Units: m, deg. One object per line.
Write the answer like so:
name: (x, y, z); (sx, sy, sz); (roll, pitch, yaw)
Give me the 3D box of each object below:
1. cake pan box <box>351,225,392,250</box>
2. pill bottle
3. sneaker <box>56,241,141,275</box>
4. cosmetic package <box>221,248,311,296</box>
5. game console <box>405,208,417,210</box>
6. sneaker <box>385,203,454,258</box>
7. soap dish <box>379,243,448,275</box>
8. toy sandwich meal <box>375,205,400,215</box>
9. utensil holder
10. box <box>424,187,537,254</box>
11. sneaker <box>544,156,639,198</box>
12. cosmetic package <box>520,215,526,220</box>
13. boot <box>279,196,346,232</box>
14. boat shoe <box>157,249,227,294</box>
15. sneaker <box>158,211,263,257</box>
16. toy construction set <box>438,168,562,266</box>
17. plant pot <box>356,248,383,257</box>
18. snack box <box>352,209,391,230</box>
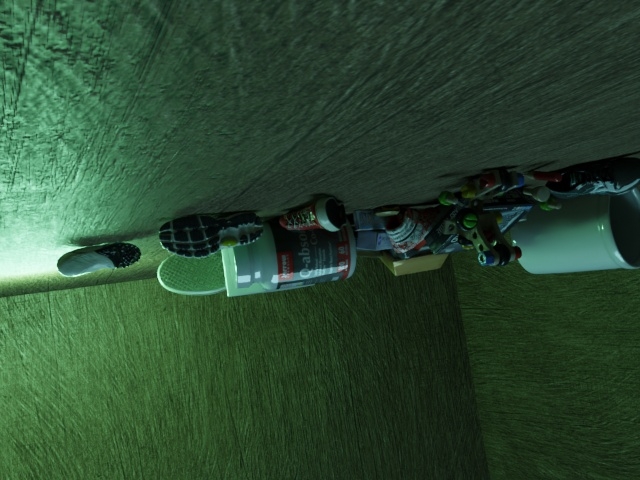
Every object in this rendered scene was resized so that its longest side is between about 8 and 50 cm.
cake pan box: (0.123, -0.014, 2.031); (0.245, 0.070, 0.267); (5, -177, 23)
pill bottle: (-0.091, 0.038, 1.776); (0.362, 0.210, 0.210); (-8, 175, -16)
sneaker: (-0.653, 0.048, 1.727); (0.237, 0.085, 0.086); (-11, -158, -19)
cosmetic package: (-0.177, 0.076, 2.070); (0.156, 0.217, 0.385); (-11, 176, 26)
game console: (0.279, -0.058, 2.081); (0.144, 0.085, 0.124); (-13, 174, 38)
sneaker: (0.332, -0.074, 1.945); (0.270, 0.145, 0.090); (-41, -149, -12)
soap dish: (0.325, 0.023, 2.245); (0.228, 0.118, 0.291); (-9, -154, -15)
toy sandwich meal: (0.215, -0.096, 1.875); (0.085, 0.029, 0.085); (-4, 175, 0)
utensil holder: (0.958, -0.038, 2.180); (0.327, 0.328, 0.385); (-5, 175, -41)
box: (0.520, -0.064, 1.903); (0.307, 0.077, 0.242); (-5, 145, -39)
sneaker: (0.756, -0.166, 1.618); (0.267, 0.101, 0.106); (-14, 171, 41)
cosmetic package: (0.645, -0.102, 2.178); (0.060, 0.099, 0.239); (-3, 172, -31)
boot: (-0.035, -0.057, 1.540); (0.176, 0.089, 0.244); (-8, 179, 10)
boat shoe: (-0.377, 0.106, 2.257); (0.499, 0.187, 0.156); (-12, 171, -27)
sneaker: (-0.284, -0.014, 1.509); (0.275, 0.107, 0.110); (-6, -176, -31)
toy construction set: (0.459, -0.094, 1.574); (0.308, 0.258, 0.237); (-31, -163, -9)
plant pot: (0.117, 0.027, 2.162); (0.236, 0.033, 0.236); (8, -175, -1)
snack box: (0.173, -0.067, 1.905); (0.022, 0.064, 0.178); (-10, 176, 43)
